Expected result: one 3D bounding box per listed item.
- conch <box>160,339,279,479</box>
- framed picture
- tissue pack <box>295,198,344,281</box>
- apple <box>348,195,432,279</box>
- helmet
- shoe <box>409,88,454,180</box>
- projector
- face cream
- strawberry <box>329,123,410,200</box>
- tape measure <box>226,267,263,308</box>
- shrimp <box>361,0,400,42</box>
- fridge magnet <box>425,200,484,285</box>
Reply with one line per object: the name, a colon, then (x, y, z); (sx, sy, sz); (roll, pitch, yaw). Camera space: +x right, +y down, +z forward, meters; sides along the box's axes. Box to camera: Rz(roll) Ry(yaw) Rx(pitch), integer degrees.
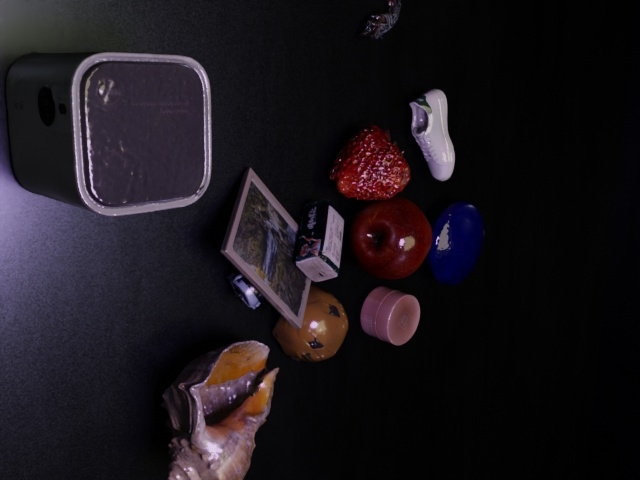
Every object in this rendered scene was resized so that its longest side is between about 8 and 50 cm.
conch: (-0.238, 0.359, 1.500); (0.352, 0.210, 0.297); (-67, 154, -50)
framed picture: (-0.107, 0.022, 1.585); (0.324, 0.020, 0.241); (53, 38, -41)
tissue pack: (0.000, 0.001, 1.673); (0.103, 0.090, 0.170); (45, 41, -44)
apple: (0.182, -0.007, 1.810); (0.201, 0.218, 0.218); (-4, 104, -50)
helmet: (-0.005, 0.221, 1.745); (0.198, 0.130, 0.224); (-57, 136, -13)
shoe: (0.303, -0.287, 1.953); (0.110, 0.095, 0.265); (-22, 111, -35)
projector: (-0.355, -0.188, 1.169); (0.248, 0.249, 0.249); (-12, 109, -44)
face cream: (0.199, 0.213, 1.972); (0.149, 0.104, 0.149); (-16, 113, -43)
strawberry: (0.117, -0.181, 1.726); (0.201, 0.184, 0.187); (-27, 117, -28)
tape measure: (-0.168, 0.106, 1.562); (0.054, 0.094, 0.091); (-35, 125, -18)
shrimp: (0.165, -0.548, 1.734); (0.174, 0.082, 0.076); (-56, 130, -28)
fridge magnet: (0.411, 0.007, 2.129); (0.265, 0.112, 0.266); (-15, 111, -42)
